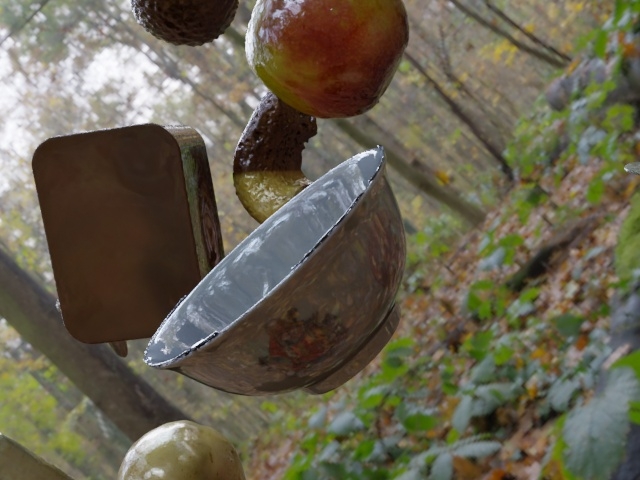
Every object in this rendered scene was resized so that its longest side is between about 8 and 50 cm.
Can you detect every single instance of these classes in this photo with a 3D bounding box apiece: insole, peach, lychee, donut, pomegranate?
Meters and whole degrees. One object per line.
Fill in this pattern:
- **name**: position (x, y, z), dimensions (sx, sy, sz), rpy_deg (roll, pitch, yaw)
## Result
- **insole**: position (0.463, -0.097, 1.200), dimensions (0.193, 0.065, 0.006), rpy_deg (-12, -62, -48)
- **peach**: position (0.011, -0.284, 1.252), dimensions (0.231, 0.231, 0.231), rpy_deg (-47, -6, -6)
- **lychee**: position (-0.291, -0.543, 1.887), dimensions (0.260, 0.260, 0.260), rpy_deg (-47, -6, -6)
- **donut**: position (-0.081, -0.128, 1.476), dimensions (0.151, 0.294, 0.112), rpy_deg (-7, -4, 24)
- **pomegranate**: position (-0.301, 0.559, 1.983), dimensions (0.319, 0.319, 0.319), rpy_deg (-47, -6, -6)

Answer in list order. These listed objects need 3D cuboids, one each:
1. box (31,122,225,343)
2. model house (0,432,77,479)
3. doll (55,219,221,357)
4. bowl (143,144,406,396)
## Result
- **box**: position (-0.304, -0.026, 1.521), dimensions (0.240, 0.339, 0.229), rpy_deg (-7, 9, 9)
- **model house**: position (-0.477, 0.381, 1.356), dimensions (0.234, 0.193, 0.174), rpy_deg (-31, 28, 27)
- **doll**: position (-0.359, 0.026, 1.831), dimensions (0.370, 0.215, 0.226), rpy_deg (-53, -6, -28)
- **bowl**: position (-0.014, 0.066, 0.983), dimensions (0.345, 0.157, 0.345), rpy_deg (-39, 13, 10)
